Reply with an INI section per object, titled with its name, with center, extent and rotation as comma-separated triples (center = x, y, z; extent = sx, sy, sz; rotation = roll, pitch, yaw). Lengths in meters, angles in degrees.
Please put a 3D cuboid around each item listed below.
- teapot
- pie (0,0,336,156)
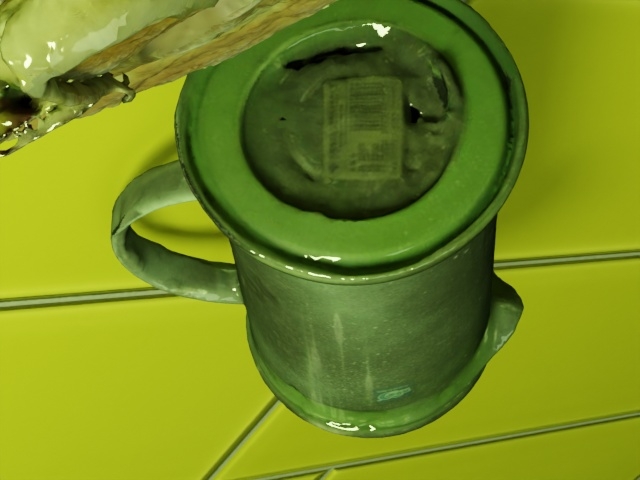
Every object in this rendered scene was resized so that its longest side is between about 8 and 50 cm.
[teapot]
center = 0.000, 0.000, 1.183
extent = 0.270, 0.200, 0.337
rotation = -2, 155, 3
[pie]
center = -0.082, -0.113, 0.883
extent = 0.337, 0.075, 0.337
rotation = -27, -176, 2
